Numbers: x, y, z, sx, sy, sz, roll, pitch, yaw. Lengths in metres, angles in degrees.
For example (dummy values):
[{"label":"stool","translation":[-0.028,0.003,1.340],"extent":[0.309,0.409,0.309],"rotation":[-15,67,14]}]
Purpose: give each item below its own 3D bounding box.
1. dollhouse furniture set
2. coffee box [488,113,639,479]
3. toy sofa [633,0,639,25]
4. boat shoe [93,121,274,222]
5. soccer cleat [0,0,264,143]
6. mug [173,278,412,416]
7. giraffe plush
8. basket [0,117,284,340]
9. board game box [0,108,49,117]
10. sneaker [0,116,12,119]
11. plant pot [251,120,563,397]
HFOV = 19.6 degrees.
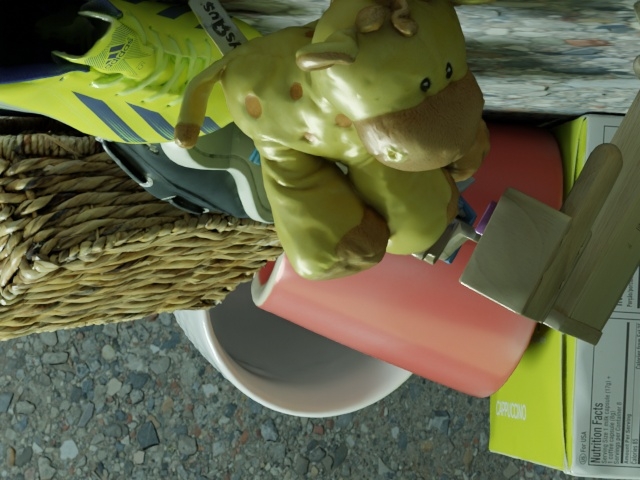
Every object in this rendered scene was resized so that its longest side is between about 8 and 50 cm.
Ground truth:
[{"label":"dollhouse furniture set","translation":[0.094,-0.089,1.332],"extent":[0.303,0.198,0.286],"rotation":[29,-178,20]},{"label":"coffee box","translation":[0.365,0.065,1.853],"extent":[0.334,0.338,0.337],"rotation":[3,177,-8]},{"label":"toy sofa","translation":[0.330,-0.077,1.180],"extent":[0.150,0.177,0.362],"rotation":[-23,168,19]},{"label":"boat shoe","translation":[-0.100,-0.084,1.408],"extent":[0.113,0.127,0.340],"rotation":[6,180,14]},{"label":"soccer cleat","translation":[-0.132,-0.113,1.129],"extent":[0.289,0.093,0.121],"rotation":[5,176,-39]},{"label":"mug","translation":[0.000,0.000,2.060],"extent":[0.374,0.276,0.328],"rotation":[-26,-163,-12]},{"label":"giraffe plush","translation":[0.033,-0.092,1.082],"extent":[0.210,0.181,0.170],"rotation":[39,154,-16]},{"label":"basket","translation":[-0.189,-0.061,1.619],"extent":[0.299,0.223,0.213],"rotation":[-7,158,-39]},{"label":"board game box","translation":[-0.244,-0.127,1.544],"extent":[0.211,0.039,0.160],"rotation":[1,178,13]},{"label":"sneaker","translation":[-0.422,-0.097,1.907],"extent":[0.305,0.114,0.152],"rotation":[-5,173,-16]},{"label":"plant pot","translation":[0.074,-0.006,1.782],"extent":[0.243,0.275,0.275],"rotation":[14,176,-10]}]
